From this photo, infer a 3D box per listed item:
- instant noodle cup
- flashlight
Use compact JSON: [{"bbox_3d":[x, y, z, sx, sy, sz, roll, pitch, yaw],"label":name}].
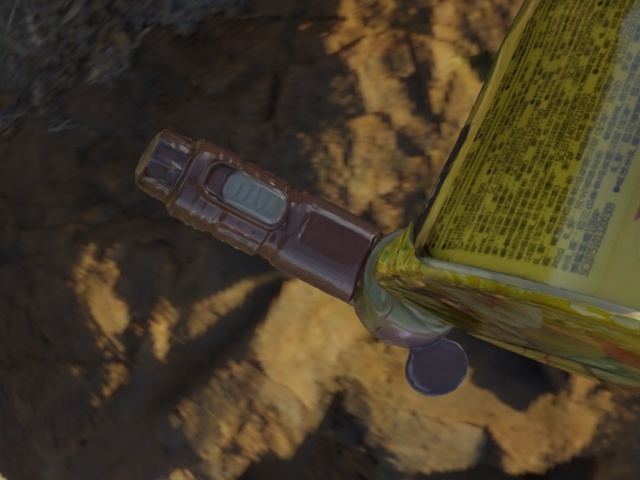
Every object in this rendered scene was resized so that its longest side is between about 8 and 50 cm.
[{"bbox_3d":[0.100,-0.021,0.445,0.151,0.151,0.122,21,81,-12],"label":"instant noodle cup"},{"bbox_3d":[0.000,0.000,0.549,0.110,0.031,0.052,27,76,-8],"label":"flashlight"}]
